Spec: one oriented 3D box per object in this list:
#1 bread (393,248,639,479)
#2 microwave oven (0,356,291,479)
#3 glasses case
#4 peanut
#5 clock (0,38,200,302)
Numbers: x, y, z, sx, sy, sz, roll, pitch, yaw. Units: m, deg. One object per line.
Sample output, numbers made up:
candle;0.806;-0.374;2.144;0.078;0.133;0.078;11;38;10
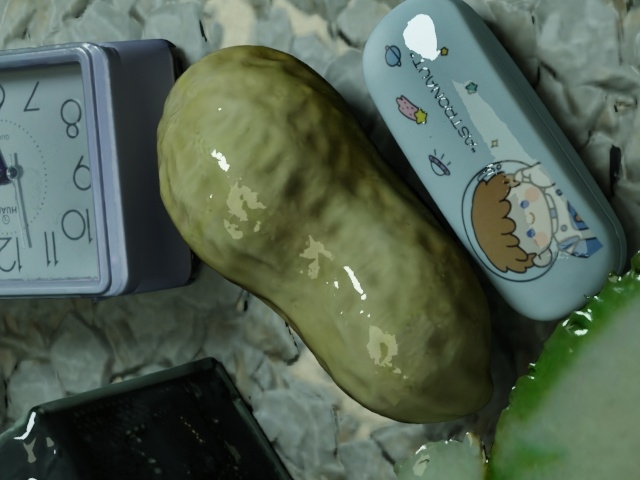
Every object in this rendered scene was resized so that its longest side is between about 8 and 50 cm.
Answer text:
bread;0.198;0.160;0.851;0.382;0.129;0.366;10;104;32
microwave oven;-0.096;0.248;1.016;0.237;0.181;0.295;-41;74;30
glasses case;0.085;-0.042;0.945;0.067;0.045;0.178;-40;75;30
peanut;0.000;0.000;0.960;0.110;0.120;0.236;-37;67;-4
clock;-0.170;-0.036;1.091;0.193;0.073;0.145;-3;94;32
